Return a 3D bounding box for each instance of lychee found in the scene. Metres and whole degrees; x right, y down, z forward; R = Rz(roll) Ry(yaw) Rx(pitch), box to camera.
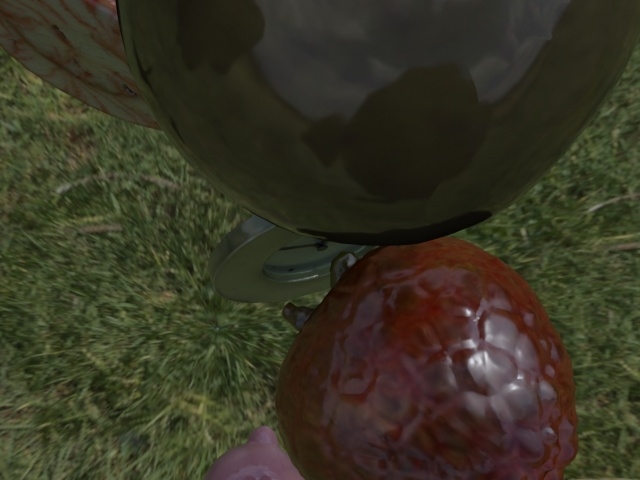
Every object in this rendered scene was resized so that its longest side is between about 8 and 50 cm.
[{"bbox_3d":[0.080,0.118,0.948,0.255,0.300,0.255,-17,129,-22],"label":"lychee"}]

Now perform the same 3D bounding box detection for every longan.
[{"bbox_3d":[0.043,-0.174,0.670,0.361,0.361,0.361,0,85,-5],"label":"longan"}]

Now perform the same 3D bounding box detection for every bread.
[{"bbox_3d":[-0.223,-0.236,1.209,0.295,0.327,0.114,40,69,-36],"label":"bread"}]

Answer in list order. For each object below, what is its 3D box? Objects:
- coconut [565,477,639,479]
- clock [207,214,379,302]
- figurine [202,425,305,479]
[{"bbox_3d":[0.125,0.286,0.511,0.360,0.346,0.346,-8,85,28],"label":"coconut"},{"bbox_3d":[0.000,0.000,1.117,0.235,0.235,0.029,-18,69,-6],"label":"clock"},{"bbox_3d":[-0.100,0.384,1.651,0.173,0.173,0.173,0,85,-5],"label":"figurine"}]
